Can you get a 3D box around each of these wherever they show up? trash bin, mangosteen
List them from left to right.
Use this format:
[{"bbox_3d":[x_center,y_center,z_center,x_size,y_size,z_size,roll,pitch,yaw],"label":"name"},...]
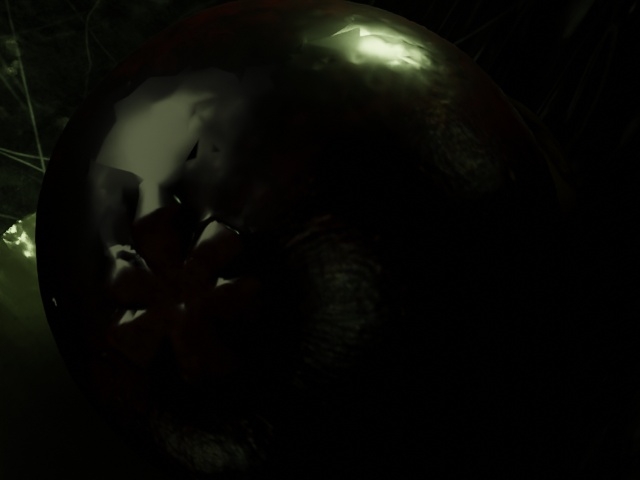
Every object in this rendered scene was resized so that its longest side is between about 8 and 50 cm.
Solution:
[{"bbox_3d":[-0.142,0.140,1.166,0.252,0.301,0.203,-48,1,-15],"label":"trash bin"},{"bbox_3d":[0.000,0.000,1.031,0.307,0.307,0.347,-55,-12,24],"label":"mangosteen"}]
